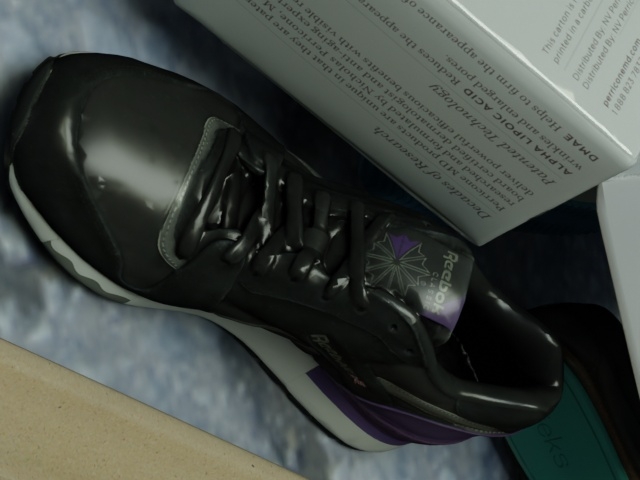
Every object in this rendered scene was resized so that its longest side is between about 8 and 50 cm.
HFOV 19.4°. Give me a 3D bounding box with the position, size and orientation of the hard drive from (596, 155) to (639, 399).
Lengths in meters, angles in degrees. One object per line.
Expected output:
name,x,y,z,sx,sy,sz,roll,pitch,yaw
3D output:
hard drive,0.193,-0.032,0.934,0.318,0.040,0.210,-68,146,-52

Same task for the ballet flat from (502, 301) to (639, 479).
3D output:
ballet flat,0.169,0.158,0.980,0.096,0.095,0.280,-33,110,-52

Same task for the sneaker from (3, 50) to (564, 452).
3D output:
sneaker,0.000,0.000,0.805,0.283,0.124,0.107,35,64,-36

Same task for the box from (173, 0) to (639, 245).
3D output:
box,0.067,-0.130,0.799,0.182,0.119,0.181,38,59,-13

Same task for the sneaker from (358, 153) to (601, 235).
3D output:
sneaker,0.096,-0.057,0.936,0.229,0.087,0.092,7,75,-50

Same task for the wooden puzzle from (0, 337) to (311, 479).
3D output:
wooden puzzle,-0.085,0.224,0.682,0.322,0.080,0.347,31,42,-44
